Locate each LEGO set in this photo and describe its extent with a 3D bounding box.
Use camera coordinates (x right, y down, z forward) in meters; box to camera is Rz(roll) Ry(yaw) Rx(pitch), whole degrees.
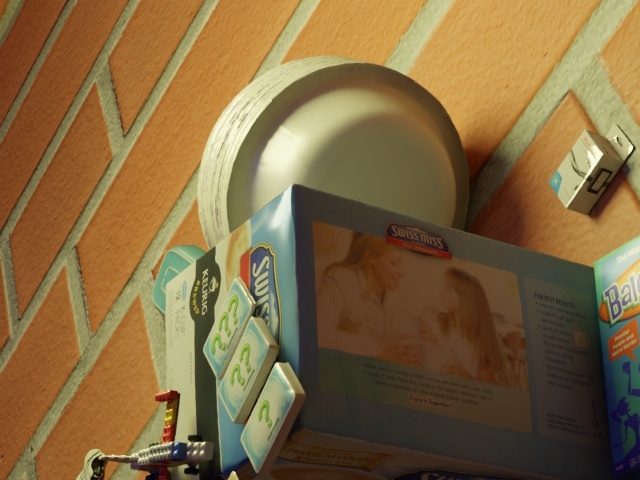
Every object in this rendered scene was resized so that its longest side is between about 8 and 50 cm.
[{"bbox_3d":[-0.106,0.171,1.333,0.244,0.060,0.182,-64,30,21],"label":"LEGO set"}]

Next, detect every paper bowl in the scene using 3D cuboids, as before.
[{"bbox_3d":[0.026,-0.046,1.698,0.148,0.284,0.284,23,95,61],"label":"paper bowl"}]

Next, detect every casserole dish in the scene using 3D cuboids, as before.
[{"bbox_3d":[-0.190,0.067,2.280,0.188,0.037,0.114,31,102,60],"label":"casserole dish"}]

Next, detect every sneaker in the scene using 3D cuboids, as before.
[{"bbox_3d":[-0.337,0.347,2.387,0.037,0.032,0.083,0,75,61],"label":"sneaker"}]

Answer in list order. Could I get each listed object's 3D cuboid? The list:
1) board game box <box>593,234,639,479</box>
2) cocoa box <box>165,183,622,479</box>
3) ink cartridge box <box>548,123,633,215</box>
[{"bbox_3d":[0.307,0.083,1.376,0.160,0.047,0.210,-38,42,46],"label":"board game box"},{"bbox_3d":[0.063,0.128,1.465,0.228,0.347,0.231,-36,48,48],"label":"cocoa box"},{"bbox_3d":[0.260,-0.072,1.567,0.083,0.028,0.048,-58,32,24],"label":"ink cartridge box"}]
